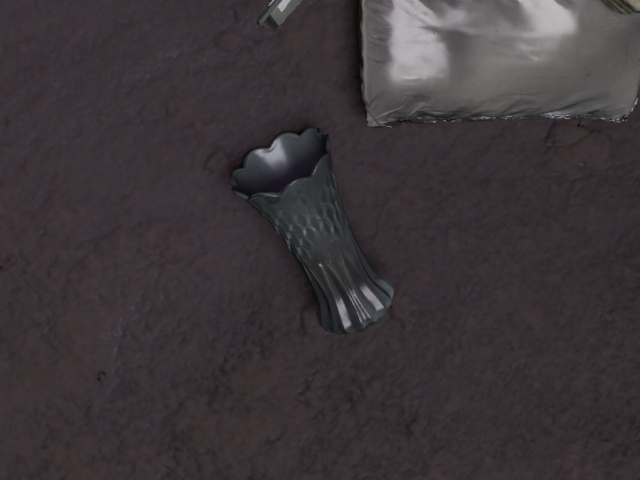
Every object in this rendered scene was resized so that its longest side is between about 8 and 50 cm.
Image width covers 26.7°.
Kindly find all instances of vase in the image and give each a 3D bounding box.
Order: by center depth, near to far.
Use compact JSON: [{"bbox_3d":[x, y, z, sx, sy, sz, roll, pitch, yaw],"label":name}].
[{"bbox_3d":[0.000,0.000,0.983,0.081,0.081,0.149,-28,120,-2],"label":"vase"}]

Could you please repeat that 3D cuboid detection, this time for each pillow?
[{"bbox_3d":[0.135,-0.144,0.970,0.229,0.051,0.128,-2,115,-16],"label":"pillow"}]

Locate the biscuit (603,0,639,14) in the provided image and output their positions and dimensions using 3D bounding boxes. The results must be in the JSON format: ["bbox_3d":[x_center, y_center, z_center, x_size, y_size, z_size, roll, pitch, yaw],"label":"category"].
[{"bbox_3d":[0.227,-0.270,0.929,0.121,0.040,0.199,34,88,-20],"label":"biscuit"}]

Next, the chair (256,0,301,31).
[{"bbox_3d":[-0.017,-0.308,0.805,0.274,0.190,0.203,-43,117,14],"label":"chair"}]
